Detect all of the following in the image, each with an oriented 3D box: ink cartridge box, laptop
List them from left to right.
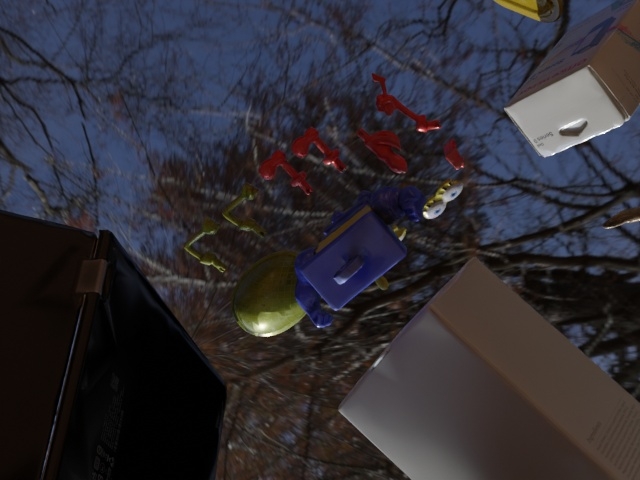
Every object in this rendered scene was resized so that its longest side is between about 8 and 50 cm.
[{"bbox_3d":[-0.266,0.189,0.798,0.236,0.408,0.382,-6,-126,17],"label":"laptop"},{"bbox_3d":[0.355,-0.217,1.388,0.093,0.154,0.212,48,-124,-12],"label":"ink cartridge box"}]

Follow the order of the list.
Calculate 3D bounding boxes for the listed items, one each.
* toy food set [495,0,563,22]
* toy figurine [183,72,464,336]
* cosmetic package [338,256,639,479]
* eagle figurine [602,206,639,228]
[{"bbox_3d":[0.247,-0.361,1.394,0.071,0.128,0.218,-45,-134,-8],"label":"toy food set"},{"bbox_3d":[0.000,0.000,1.250,0.362,0.217,0.191,-37,-74,15],"label":"toy figurine"},{"bbox_3d":[0.236,0.234,1.270,0.385,0.217,0.156,45,-143,8],"label":"cosmetic package"},{"bbox_3d":[0.551,-0.002,1.382,0.298,0.226,0.225,29,-93,-37],"label":"eagle figurine"}]
